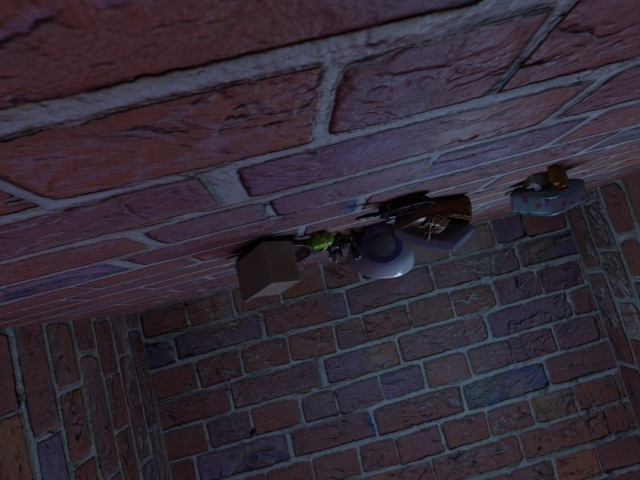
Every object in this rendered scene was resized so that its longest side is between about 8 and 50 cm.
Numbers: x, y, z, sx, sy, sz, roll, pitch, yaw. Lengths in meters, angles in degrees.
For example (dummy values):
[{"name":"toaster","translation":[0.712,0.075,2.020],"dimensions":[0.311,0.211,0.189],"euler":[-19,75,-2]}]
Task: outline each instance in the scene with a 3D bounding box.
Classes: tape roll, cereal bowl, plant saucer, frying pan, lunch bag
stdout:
[{"name":"tape roll","translation":[0.288,0.015,1.981],"dimensions":[0.189,0.188,0.080],"euler":[-16,173,5]},{"name":"cereal bowl","translation":[0.306,0.045,2.153],"dimensions":[0.339,0.141,0.339],"euler":[-2,-151,1]},{"name":"plant saucer","translation":[-0.189,0.056,1.690],"dimensions":[0.311,0.050,0.310],"euler":[-13,163,-4]},{"name":"frying pan","translation":[0.239,-0.103,1.481],"dimensions":[0.326,0.053,0.197],"euler":[-11,173,-15]},{"name":"lunch bag","translation":[0.993,-0.197,1.874],"dimensions":[0.224,0.107,0.279],"euler":[-25,-165,-16]}]

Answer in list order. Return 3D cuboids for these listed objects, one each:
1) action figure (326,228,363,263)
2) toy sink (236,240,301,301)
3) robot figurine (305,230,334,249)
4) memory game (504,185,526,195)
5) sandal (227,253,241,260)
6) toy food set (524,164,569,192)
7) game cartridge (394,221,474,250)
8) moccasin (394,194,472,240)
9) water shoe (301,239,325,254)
[{"name":"action figure","translation":[0.103,0.038,1.992],"dimensions":[0.164,0.140,0.275],"euler":[-15,170,-13]},{"name":"toy sink","translation":[-0.189,0.115,1.542],"dimensions":[0.131,0.152,0.234],"euler":[-1,157,-37]},{"name":"robot figurine","translation":[0.000,0.000,1.736],"dimensions":[0.115,0.067,0.101],"euler":[-16,163,6]},{"name":"memory game","translation":[1.001,-0.254,2.095],"dimensions":[0.186,0.012,0.186],"euler":[-15,173,-2]},{"name":"sandal","translation":[-0.270,0.088,1.819],"dimensions":[0.240,0.079,0.088],"euler":[-11,172,-28]},{"name":"toy food set","translation":[0.919,-0.229,1.713],"dimensions":[0.111,0.104,0.232],"euler":[-14,173,-5]},{"name":"game cartridge","translation":[0.479,-0.038,1.841],"dimensions":[0.297,0.062,0.198],"euler":[16,-146,43]},{"name":"moccasin","translation":[0.457,-0.084,1.704],"dimensions":[0.380,0.146,0.139],"euler":[-10,172,-35]},{"name":"water shoe","translation":[-0.062,0.032,1.850],"dimensions":[0.203,0.072,0.080],"euler":[-16,171,0]}]
